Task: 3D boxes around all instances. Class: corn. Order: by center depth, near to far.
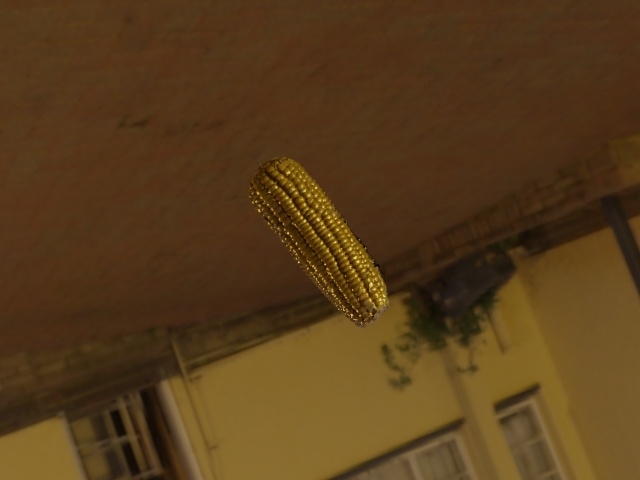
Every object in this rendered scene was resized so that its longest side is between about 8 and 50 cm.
[{"bbox_3d":[0.000,0.000,1.115,0.072,0.203,0.072,-36,169,-8],"label":"corn"}]
